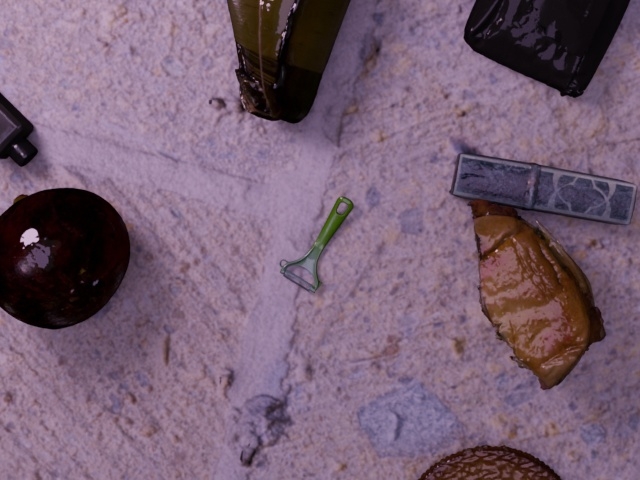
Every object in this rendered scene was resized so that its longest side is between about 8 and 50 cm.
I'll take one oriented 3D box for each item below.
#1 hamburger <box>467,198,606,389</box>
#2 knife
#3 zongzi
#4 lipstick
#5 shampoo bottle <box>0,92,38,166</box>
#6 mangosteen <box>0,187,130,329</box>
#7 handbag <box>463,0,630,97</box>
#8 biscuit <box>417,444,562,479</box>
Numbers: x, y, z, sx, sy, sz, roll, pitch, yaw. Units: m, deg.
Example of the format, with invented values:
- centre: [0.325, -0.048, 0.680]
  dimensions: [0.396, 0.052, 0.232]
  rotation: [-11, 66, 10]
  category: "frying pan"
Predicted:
- centre: [0.332, 0.089, 1.820]
  dimensions: [0.245, 0.155, 0.282]
  rotation: [8, 97, 2]
  category: "hamburger"
- centre: [0.000, 0.000, 1.898]
  dimensions: [0.078, 0.022, 0.166]
  rotation: [30, 97, -6]
  category: "knife"
- centre: [-0.121, -0.362, 1.840]
  dimensions: [0.317, 0.154, 0.289]
  rotation: [25, 99, 21]
  category: "zongzi"
- centre: [0.356, -0.082, 1.848]
  dimensions: [0.289, 0.076, 0.077]
  rotation: [10, 93, 0]
  category: "lipstick"
- centre: [-0.561, -0.218, 1.885]
  dimensions: [0.246, 0.079, 0.080]
  rotation: [44, 96, -1]
  category: "shampoo bottle"
- centre: [-0.434, 0.005, 1.841]
  dimensions: [0.235, 0.235, 0.261]
  rotation: [-47, 57, 5]
  category: "mangosteen"
- centre: [0.366, -0.375, 1.825]
  dimensions: [0.223, 0.080, 0.247]
  rotation: [26, 95, 1]
  category: "handbag"
- centre: [0.277, 0.482, 1.911]
  dimensions: [0.305, 0.038, 0.305]
  rotation: [0, 95, 2]
  category: "biscuit"
